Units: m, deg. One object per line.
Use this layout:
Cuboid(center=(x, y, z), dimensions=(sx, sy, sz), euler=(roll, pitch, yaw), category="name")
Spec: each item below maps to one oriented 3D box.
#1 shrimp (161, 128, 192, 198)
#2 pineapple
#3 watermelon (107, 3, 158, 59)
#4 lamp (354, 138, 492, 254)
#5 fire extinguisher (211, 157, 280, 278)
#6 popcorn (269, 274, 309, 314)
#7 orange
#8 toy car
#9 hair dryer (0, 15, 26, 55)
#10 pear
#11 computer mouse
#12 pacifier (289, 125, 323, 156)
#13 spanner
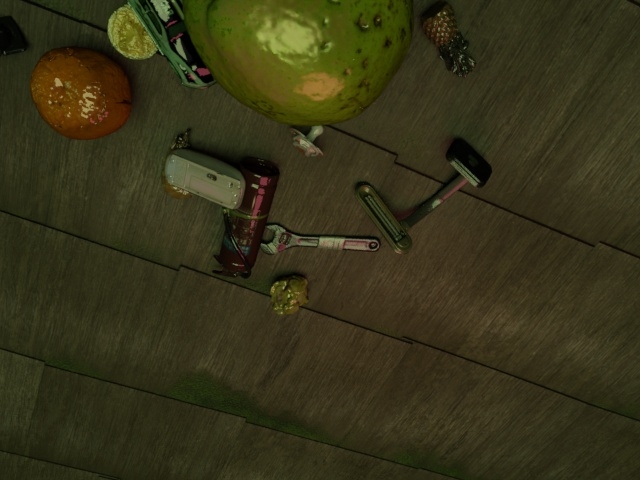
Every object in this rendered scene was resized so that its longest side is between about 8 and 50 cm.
Cuboid(center=(-0.320, -0.175, 1.173), dimensions=(0.099, 0.041, 0.180), euler=(12, 119, -9), category="shrimp")
Cuboid(center=(0.268, -0.408, 1.032), dimensions=(0.074, 0.074, 0.159), euler=(-32, 124, 17), category="pineapple")
Cuboid(center=(-0.373, -0.420, 1.012), dimensions=(0.106, 0.062, 0.105), euler=(-5, 109, -14), category="watermelon")
Cuboid(center=(0.235, -0.134, 1.185), dimensions=(0.203, 0.124, 0.283), euler=(46, 115, -2), category="lamp")
Cuboid(center=(-0.198, -0.035, 1.231), dimensions=(0.141, 0.105, 0.341), euler=(33, 122, 21), category="fire extinguisher")
Cuboid(center=(-0.083, 0.143, 1.345), dimensions=(0.097, 0.089, 0.109), euler=(38, 108, 18), category="popcorn")
Cuboid(center=(-0.487, -0.300, 1.029), dimensions=(0.194, 0.161, 0.193), euler=(2, 109, 4), category="orange")
Cuboid(center=(-0.273, -0.437, 0.945), dimensions=(0.136, 0.125, 0.305), euler=(-36, 116, -9), category="toy car")
Cuboid(center=(-0.731, -0.467, 0.974), dimensions=(0.196, 0.078, 0.248), euler=(-27, 101, -26), category="hair dryer")
Cuboid(center=(-0.045, -0.381, 0.860), dimensions=(0.391, 0.391, 0.390), euler=(0, 121, -1), category="pear")
Cuboid(center=(-0.261, -0.140, 1.137), dimensions=(0.199, 0.045, 0.102), euler=(22, 117, 8), category="computer mouse")
Cuboid(center=(-0.020, -0.233, 1.132), dimensions=(0.099, 0.081, 0.078), euler=(41, 84, -22), category="pacifier")
Cuboid(center=(0.000, 0.000, 1.295), dimensions=(0.316, 0.024, 0.087), euler=(2, 115, -2), category="spanner")
